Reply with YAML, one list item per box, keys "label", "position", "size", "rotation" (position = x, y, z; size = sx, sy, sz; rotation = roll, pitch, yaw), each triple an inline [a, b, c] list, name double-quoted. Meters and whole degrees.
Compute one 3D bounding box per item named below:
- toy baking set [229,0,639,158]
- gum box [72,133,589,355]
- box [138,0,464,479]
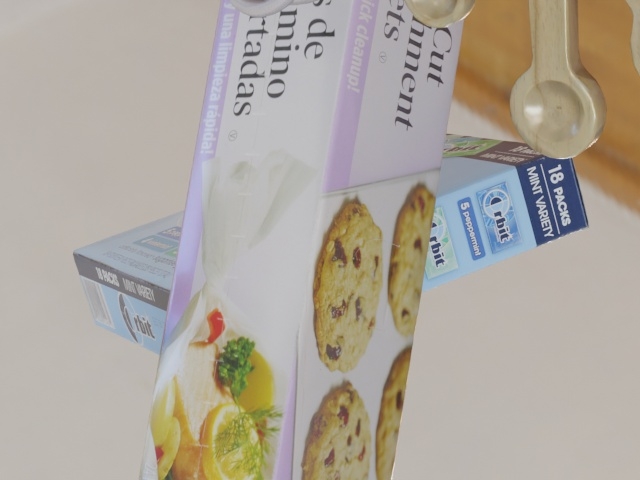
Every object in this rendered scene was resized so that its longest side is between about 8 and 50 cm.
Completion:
- label: "toy baking set"
  position: [0.038, -0.130, 0.562]
  size: [0.256, 0.030, 0.197]
  rotation: [30, 125, 22]
- label: "gum box"
  position: [0.000, 0.000, 0.879]
  size: [0.157, 0.184, 0.041]
  rotation: [14, 123, 66]
- label: "box"
  position: [-0.008, 0.014, 0.672]
  size: [0.063, 0.067, 0.324]
  rotation: [2, 78, 39]
